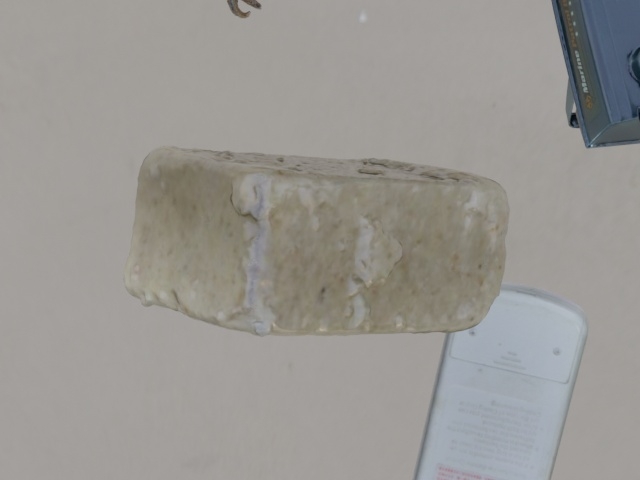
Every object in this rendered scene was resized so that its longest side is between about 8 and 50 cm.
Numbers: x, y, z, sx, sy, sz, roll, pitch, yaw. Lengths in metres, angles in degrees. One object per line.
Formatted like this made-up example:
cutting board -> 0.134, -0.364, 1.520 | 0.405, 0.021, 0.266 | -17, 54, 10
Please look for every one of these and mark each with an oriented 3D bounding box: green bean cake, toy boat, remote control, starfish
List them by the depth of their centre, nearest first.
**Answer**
green bean cake -> 0.000, 0.000, 0.891 | 0.179, 0.109, 0.085 | 1, 98, -42
remote control -> 0.109, 0.117, 1.096 | 0.087, 0.029, 0.190 | 12, 110, 5
toy boat -> 0.219, -0.182, 1.328 | 0.093, 0.103, 0.246 | -7, 78, -20
starfish -> -0.060, -0.243, 1.562 | 0.028, 0.078, 0.091 | 26, 104, 8
